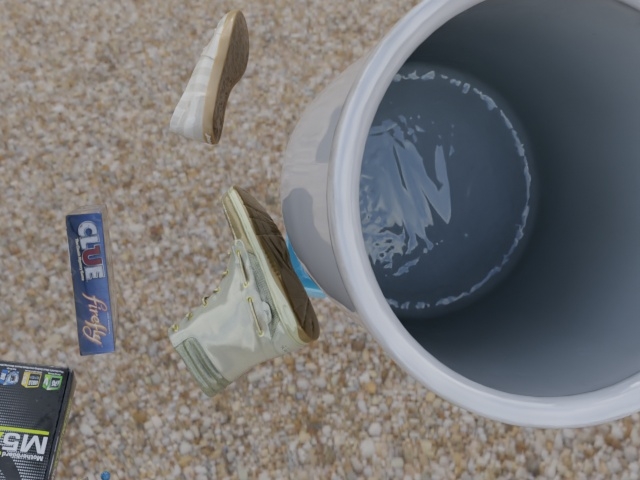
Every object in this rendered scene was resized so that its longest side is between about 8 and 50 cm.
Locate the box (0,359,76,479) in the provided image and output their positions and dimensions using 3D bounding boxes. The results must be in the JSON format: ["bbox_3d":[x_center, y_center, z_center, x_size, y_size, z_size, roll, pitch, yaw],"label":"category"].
[{"bbox_3d":[-0.393,0.227,0.997,0.190,0.045,0.184,8,56,-4],"label":"box"}]

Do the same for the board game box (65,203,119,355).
[{"bbox_3d":[-0.287,0.041,1.112,0.042,0.165,0.243,-6,6,-12],"label":"board game box"}]

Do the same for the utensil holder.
[{"bbox_3d":[0.137,-0.044,0.781,0.327,0.328,0.385,-13,6,-8],"label":"utensil holder"}]

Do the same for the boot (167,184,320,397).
[{"bbox_3d":[-0.110,0.057,1.022,0.165,0.077,0.213,-32,68,18],"label":"boot"}]

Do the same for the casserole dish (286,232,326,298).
[{"bbox_3d":[0.000,0.000,1.426,0.114,0.189,0.037,8,16,30],"label":"casserole dish"}]

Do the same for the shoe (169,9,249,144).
[{"bbox_3d":[-0.140,-0.216,1.121,0.058,0.077,0.219,2,55,13],"label":"shoe"}]

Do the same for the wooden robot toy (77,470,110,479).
[{"bbox_3d":[-0.247,0.355,1.065,0.076,0.173,0.079,-39,45,-10],"label":"wooden robot toy"}]
